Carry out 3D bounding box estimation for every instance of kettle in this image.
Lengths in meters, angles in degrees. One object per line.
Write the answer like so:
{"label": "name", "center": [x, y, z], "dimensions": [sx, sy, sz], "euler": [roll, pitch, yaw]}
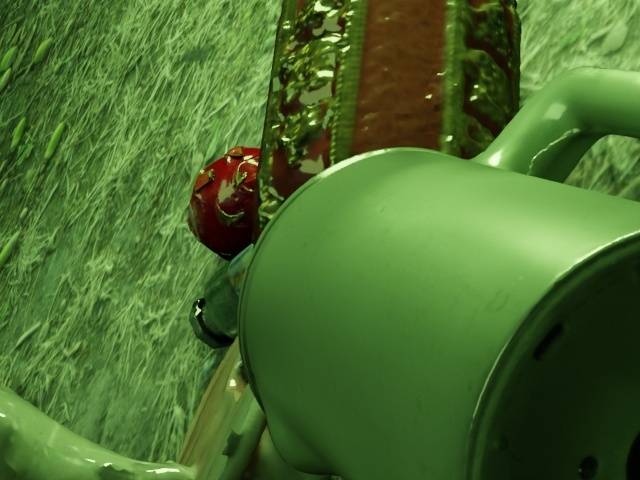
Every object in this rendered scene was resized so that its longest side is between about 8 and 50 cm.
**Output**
{"label": "kettle", "center": [0.105, 0.039, 0.907], "dimensions": [0.318, 0.205, 0.265], "euler": [-156, 75, -68]}

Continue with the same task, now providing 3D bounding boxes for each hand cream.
{"label": "hand cream", "center": [0.000, 0.000, 1.349], "dimensions": [0.271, 0.058, 0.091], "euler": [-36, 39, 37]}

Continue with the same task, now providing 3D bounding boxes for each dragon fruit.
{"label": "dragon fruit", "center": [-0.069, -0.018, 1.467], "dimensions": [0.190, 0.094, 0.094], "euler": [-34, 37, 63]}

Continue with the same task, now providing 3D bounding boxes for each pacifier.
{"label": "pacifier", "center": [-0.114, 0.177, 1.217], "dimensions": [0.220, 0.273, 0.332], "euler": [24, 89, 45]}

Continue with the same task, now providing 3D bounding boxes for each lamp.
{"label": "lamp", "center": [0.045, -0.069, 1.171], "dimensions": [0.177, 0.177, 0.274], "euler": [-38, 35, 45]}
